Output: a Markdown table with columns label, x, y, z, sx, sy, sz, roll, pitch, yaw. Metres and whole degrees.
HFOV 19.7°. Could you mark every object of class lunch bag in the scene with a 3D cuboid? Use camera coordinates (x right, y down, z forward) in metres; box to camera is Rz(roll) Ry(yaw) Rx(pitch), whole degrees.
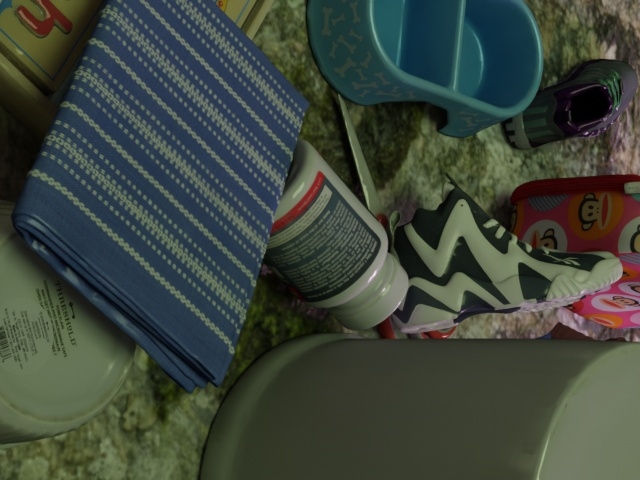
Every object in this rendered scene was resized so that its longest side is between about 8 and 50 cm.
| label | x | y | z | sx | sy | sz | roll | pitch | yaw |
| --- | --- | --- | --- | --- | --- | --- | --- | --- | --- |
| lunch bag | 0.365 | 0.019 | 1.972 | 0.293 | 0.258 | 0.120 | 22 | 72 | -41 |

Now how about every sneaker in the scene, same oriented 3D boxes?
| label | x | y | z | sx | sy | sz | roll | pitch | yaw |
| --- | --- | --- | --- | --- | --- | --- | --- | --- | --- |
| sneaker | 0.305 | -0.150 | 2.038 | 0.224 | 0.098 | 0.083 | -27 | 105 | -42 |
| sneaker | 0.174 | -0.002 | 1.831 | 0.094 | 0.235 | 0.153 | 64 | 14 | -81 |

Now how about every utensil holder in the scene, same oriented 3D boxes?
| label | x | y | z | sx | sy | sz | roll | pitch | yaw |
| --- | --- | --- | --- | --- | --- | --- | --- | --- | --- |
| utensil holder | 0.133 | 0.242 | 1.644 | 0.328 | 0.385 | 0.327 | 4 | 84 | -43 |

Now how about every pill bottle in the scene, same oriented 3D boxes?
| label | x | y | z | sx | sy | sz | roll | pitch | yaw |
| --- | --- | --- | --- | --- | --- | --- | --- | --- | --- |
| pill bottle | 0.000 | 0.000 | 1.724 | 0.180 | 0.108 | 0.108 | 48 | 57 | -31 |

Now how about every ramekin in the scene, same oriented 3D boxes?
| label | x | y | z | sx | sy | sz | roll | pitch | yaw |
| --- | --- | --- | --- | --- | --- | --- | --- | --- | --- |
| ramekin | -0.242 | 0.067 | 1.484 | 0.207 | 0.109 | 0.207 | 3 | 85 | -44 |

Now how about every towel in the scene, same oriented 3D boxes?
| label | x | y | z | sx | sy | sz | roll | pitch | yaw |
| --- | --- | --- | --- | --- | --- | --- | --- | --- | --- |
| towel | -0.127 | -0.067 | 1.544 | 0.243 | 0.040 | 0.336 | 45 | 44 | -31 |

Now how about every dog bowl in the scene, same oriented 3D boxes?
| label | x | y | z | sx | sy | sz | roll | pitch | yaw |
| --- | --- | --- | --- | --- | --- | --- | --- | --- | --- |
| dog bowl | 0.117 | -0.206 | 1.877 | 0.297 | 0.074 | 0.166 | 15 | 77 | -42 |

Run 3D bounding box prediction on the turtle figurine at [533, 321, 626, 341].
| label | x | y | z | sx | sy | sz | roll | pitch | yaw |
| --- | --- | --- | --- | --- | --- | --- | --- | --- | --- |
| turtle figurine | 0.370 | 0.191 | 1.963 | 0.198 | 0.266 | 0.274 | -15 | 85 | -61 |

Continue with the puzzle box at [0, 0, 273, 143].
| label | x | y | z | sx | sy | sz | roll | pitch | yaw |
| --- | --- | --- | --- | --- | --- | --- | --- | --- | --- |
| puzzle box | -0.157 | -0.259 | 1.630 | 0.272 | 0.052 | 0.409 | 45 | 58 | -33 |

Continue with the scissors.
| label | x | y | z | sx | sy | sz | roll | pitch | yaw |
| --- | --- | --- | --- | --- | --- | --- | --- | --- | --- |
| scissors | 0.059 | 0.003 | 1.841 | 0.109 | 0.021 | 0.297 | -46 | 119 | -34 |
